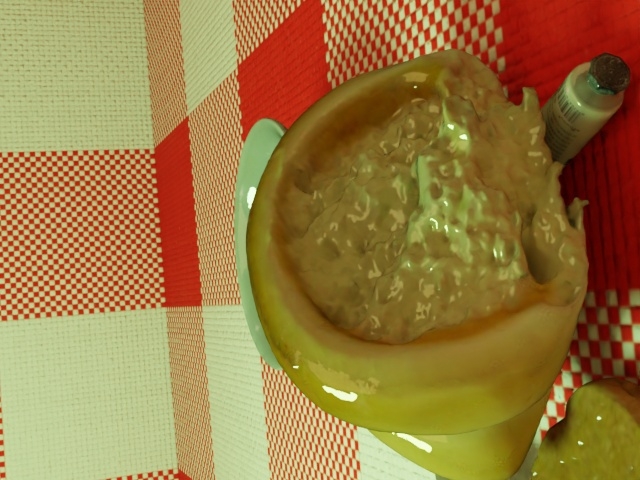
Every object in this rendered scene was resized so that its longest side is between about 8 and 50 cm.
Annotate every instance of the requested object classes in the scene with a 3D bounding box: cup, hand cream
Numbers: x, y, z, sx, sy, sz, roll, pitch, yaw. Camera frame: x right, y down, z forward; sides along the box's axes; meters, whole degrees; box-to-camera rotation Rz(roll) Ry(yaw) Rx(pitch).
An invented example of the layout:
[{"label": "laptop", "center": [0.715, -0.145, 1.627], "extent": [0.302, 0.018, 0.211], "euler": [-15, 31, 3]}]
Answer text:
[{"label": "cup", "center": [0.000, 0.000, 1.255], "extent": [0.347, 0.163, 0.347], "euler": [176, 90, -70]}, {"label": "hand cream", "center": [0.217, -0.096, 0.838], "extent": [0.234, 0.050, 0.080], "euler": [117, 143, -67]}]

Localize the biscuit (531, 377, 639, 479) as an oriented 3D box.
[{"label": "biscuit", "center": [0.280, 0.287, 0.710], "extent": [0.351, 0.057, 0.311], "euler": [-148, 56, -67]}]

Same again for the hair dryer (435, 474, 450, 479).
[{"label": "hair dryer", "center": [0.179, 0.182, 0.956], "extent": [0.195, 0.054, 0.220], "euler": [137, 143, -83]}]

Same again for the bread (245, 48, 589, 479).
[{"label": "bread", "center": [0.111, 0.005, 0.874], "extent": [0.329, 0.245, 0.423], "euler": [-33, 43, 22]}]
